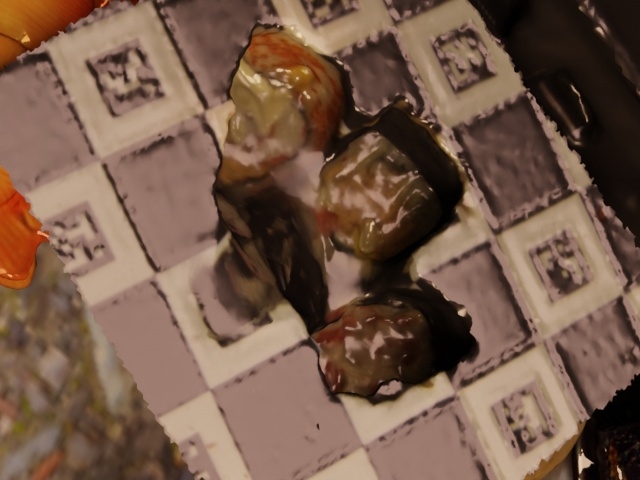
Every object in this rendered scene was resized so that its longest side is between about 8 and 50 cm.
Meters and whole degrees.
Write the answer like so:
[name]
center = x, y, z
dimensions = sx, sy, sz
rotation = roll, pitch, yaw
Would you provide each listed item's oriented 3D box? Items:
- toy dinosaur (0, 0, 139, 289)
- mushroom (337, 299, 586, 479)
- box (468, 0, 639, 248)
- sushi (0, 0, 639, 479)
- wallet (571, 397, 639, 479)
[toy dinosaur]
center = -0.107, -0.045, 0.627
dimensions = 0.117, 0.070, 0.288
rotation = 41, 63, -35
[mushroom]
center = 0.047, 0.030, 0.739
dimensions = 0.148, 0.112, 0.148
rotation = 12, 75, -53
[box]
center = 0.127, -0.121, 0.822
dimensions = 0.290, 0.073, 0.289
rotation = 49, 34, -30
[sushi]
center = 0.000, 0.000, 0.648
dimensions = 0.193, 0.040, 0.210
rotation = -38, 99, -28
[wallet]
center = 0.219, 0.172, 0.939
dimensions = 0.262, 0.071, 0.221
rotation = -8, 96, -42
